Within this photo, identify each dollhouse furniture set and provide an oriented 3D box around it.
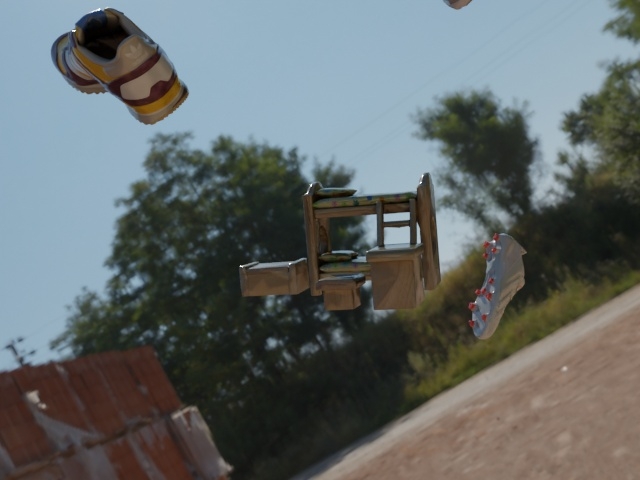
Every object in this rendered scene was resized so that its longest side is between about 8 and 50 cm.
[{"bbox_3d":[0.000,0.000,0.686,0.182,0.101,0.161,-4,4,15],"label":"dollhouse furniture set"}]

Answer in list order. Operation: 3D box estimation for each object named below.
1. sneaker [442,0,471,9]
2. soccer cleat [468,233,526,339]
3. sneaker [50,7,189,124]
[{"bbox_3d":[0.146,-0.421,1.118,0.115,0.281,0.105,37,-76,-30],"label":"sneaker"},{"bbox_3d":[0.295,0.077,1.310,0.068,0.076,0.196,-41,26,57],"label":"soccer cleat"},{"bbox_3d":[-0.186,-0.167,0.691,0.069,0.186,0.084,-47,-41,-18],"label":"sneaker"}]
